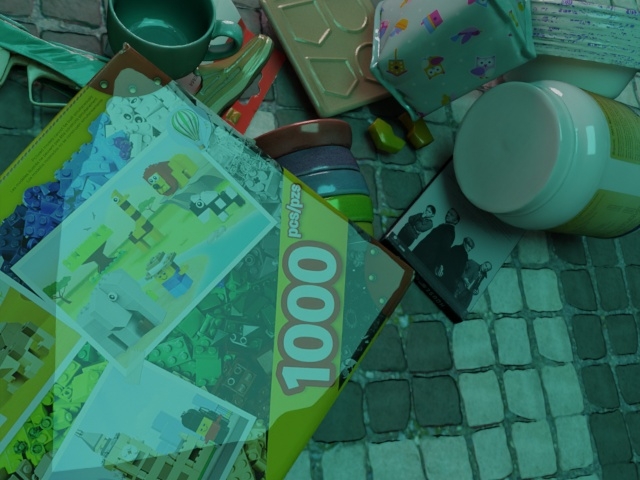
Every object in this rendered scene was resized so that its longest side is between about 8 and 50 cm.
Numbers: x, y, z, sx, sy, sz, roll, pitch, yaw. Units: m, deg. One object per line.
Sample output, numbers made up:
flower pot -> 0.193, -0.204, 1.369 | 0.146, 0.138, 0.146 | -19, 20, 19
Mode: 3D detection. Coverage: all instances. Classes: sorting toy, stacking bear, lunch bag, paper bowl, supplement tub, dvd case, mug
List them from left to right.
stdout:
mug -> -0.195, -0.260, 0.920 | 0.158, 0.097, 0.129 | 41, 61, 1
stacking bear -> 0.000, 0.000, 0.968 | 0.175, 0.164, 0.289 | -9, 81, -29
sorting toy -> 0.051, -0.267, 1.156 | 0.229, 0.041, 0.307 | -24, 84, -36
lunch bag -> 0.205, -0.345, 1.123 | 0.160, 0.223, 0.262 | 43, 38, -30
dvd case -> 0.221, -0.012, 1.154 | 0.179, 0.029, 0.238 | 46, 57, -5
supplement tub -> 0.386, -0.124, 1.135 | 0.316, 0.228, 0.228 | 5, 69, -38
paper bowl -> 0.427, -0.326, 1.244 | 0.284, 0.284, 0.148 | 2, 105, -27

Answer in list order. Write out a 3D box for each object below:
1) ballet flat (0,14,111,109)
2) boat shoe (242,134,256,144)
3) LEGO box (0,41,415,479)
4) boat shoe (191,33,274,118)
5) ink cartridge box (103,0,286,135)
ballet flat -> -0.364, -0.218, 0.896 | 0.247, 0.083, 0.087 | 19, 73, -20
boat shoe -> -0.177, -0.110, 0.908 | 0.075, 0.206, 0.065 | 14, 87, -61
LEGO box -> -0.206, 0.128, 0.716 | 0.372, 0.193, 0.500 | 37, 72, -7
boat shoe -> -0.142, -0.213, 0.973 | 0.072, 0.068, 0.190 | 39, 87, -18
ink cartridge box -> -0.166, -0.280, 1.037 | 0.225, 0.056, 0.181 | 31, 62, -13
